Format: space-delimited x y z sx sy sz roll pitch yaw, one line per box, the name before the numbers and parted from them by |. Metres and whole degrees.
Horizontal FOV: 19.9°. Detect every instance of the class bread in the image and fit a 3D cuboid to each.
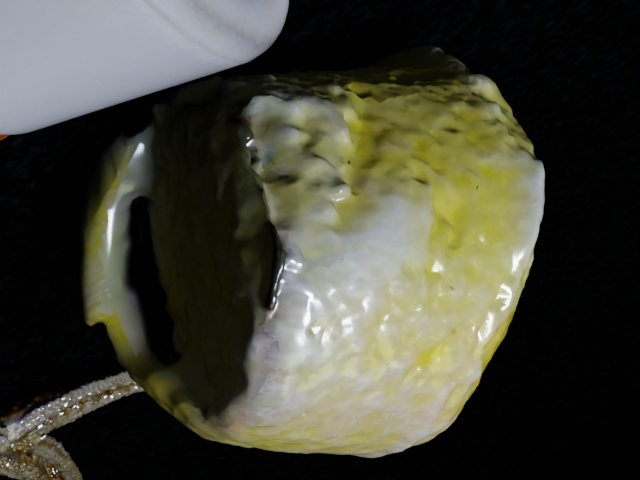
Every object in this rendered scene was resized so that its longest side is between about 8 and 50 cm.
bread | 0.000 0.002 0.841 0.170 0.197 0.197 4 144 -39

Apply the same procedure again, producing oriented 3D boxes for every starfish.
starfish | -0.194 0.128 1.062 0.213 0.057 0.238 -35 165 -6

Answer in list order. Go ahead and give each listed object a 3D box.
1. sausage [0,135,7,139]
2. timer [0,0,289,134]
sausage | -0.194 -0.041 0.614 0.264 0.083 0.083 -21 159 -22
timer | -0.162 -0.069 0.480 0.266 0.175 0.175 -27 162 16
